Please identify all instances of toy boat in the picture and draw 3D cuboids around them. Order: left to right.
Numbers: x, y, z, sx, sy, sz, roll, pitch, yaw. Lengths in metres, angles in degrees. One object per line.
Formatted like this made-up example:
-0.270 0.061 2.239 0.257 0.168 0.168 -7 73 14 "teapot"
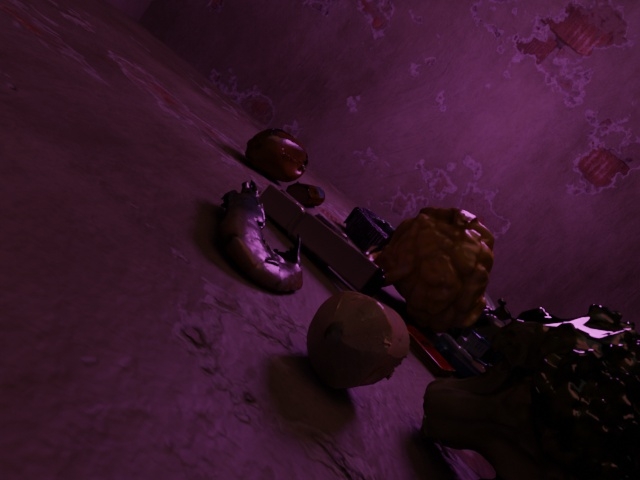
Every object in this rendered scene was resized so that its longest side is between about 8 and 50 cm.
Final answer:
0.353 0.265 1.104 0.215 0.102 0.088 39 8 -29 "toy boat"

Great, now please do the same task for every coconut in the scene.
0.044 0.122 0.592 0.116 0.116 0.122 46 12 30 "coconut"

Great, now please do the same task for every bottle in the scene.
0.465 0.244 1.468 0.168 0.168 0.347 39 15 -9 "bottle"

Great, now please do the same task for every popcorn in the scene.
0.285 0.070 1.277 0.382 0.348 0.349 17 1 23 "popcorn"

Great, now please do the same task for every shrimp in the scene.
-0.090 -0.007 0.809 0.178 0.075 0.289 44 7 -23 "shrimp"

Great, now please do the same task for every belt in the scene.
0.231 0.010 1.727 0.325 0.122 0.260 48 17 32 "belt"

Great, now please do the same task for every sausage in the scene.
-0.034 -0.146 1.553 0.082 0.082 0.371 41 10 4 "sausage"

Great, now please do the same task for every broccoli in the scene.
0.271 0.225 0.602 0.281 0.293 0.348 0 -16 22 "broccoli"

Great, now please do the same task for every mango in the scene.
-0.138 -0.265 1.516 0.249 0.151 0.155 3 79 -61 "mango"

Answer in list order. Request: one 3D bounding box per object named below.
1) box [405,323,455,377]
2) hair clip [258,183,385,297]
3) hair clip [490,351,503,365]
0.220 0.232 1.018 0.133 0.023 0.090 48 11 36 "box"
0.002 -0.004 1.061 0.331 0.085 0.101 42 8 19 "hair clip"
0.431 0.301 0.985 0.310 0.206 0.194 23 14 -45 "hair clip"
